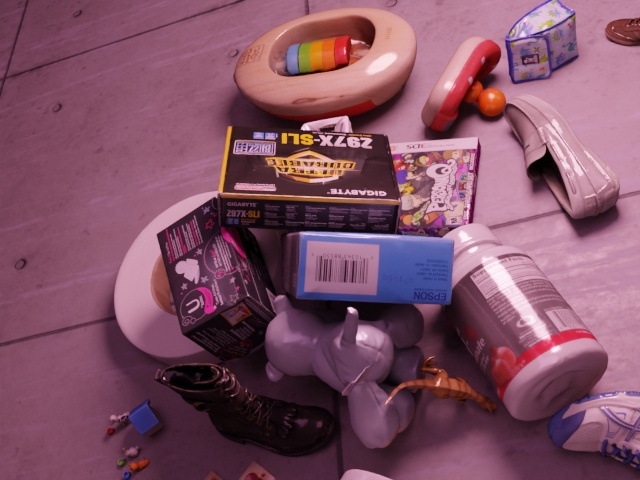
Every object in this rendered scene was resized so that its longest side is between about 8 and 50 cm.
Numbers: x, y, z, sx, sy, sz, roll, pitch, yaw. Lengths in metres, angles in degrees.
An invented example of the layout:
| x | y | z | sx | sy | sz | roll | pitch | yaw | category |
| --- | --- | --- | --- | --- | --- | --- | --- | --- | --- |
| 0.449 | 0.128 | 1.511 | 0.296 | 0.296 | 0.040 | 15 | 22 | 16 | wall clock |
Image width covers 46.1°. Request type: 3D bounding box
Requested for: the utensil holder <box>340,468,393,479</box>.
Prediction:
| x | y | z | sx | sy | sz | roll | pitch | yaw | category |
| --- | --- | --- | --- | --- | --- | --- | --- | --- | --- |
| 0.072 | 0.541 | 0.952 | 0.327 | 0.327 | 0.385 | 17 | 61 | 31 | utensil holder |

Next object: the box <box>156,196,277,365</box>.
| x | y | z | sx | sy | sz | roll | pitch | yaw | category |
| --- | --- | --- | --- | --- | --- | --- | --- | --- | --- |
| -0.182 | 0.077 | 1.379 | 0.142 | 0.163 | 0.247 | -30 | 51 | 9 | box |

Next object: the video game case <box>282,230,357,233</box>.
| x | y | z | sx | sy | sz | roll | pitch | yaw | category |
| --- | --- | --- | --- | --- | --- | --- | --- | --- | --- |
| 0.000 | 0.000 | 1.561 | 0.201 | 0.023 | 0.183 | -6 | 54 | 19 | video game case |

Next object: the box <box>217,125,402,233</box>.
| x | y | z | sx | sy | sz | roll | pitch | yaw | category |
| --- | --- | --- | --- | --- | --- | --- | --- | --- | --- |
| -0.022 | -0.118 | 1.410 | 0.322 | 0.079 | 0.257 | 3 | 34 | -3 | box |

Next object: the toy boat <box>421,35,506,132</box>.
| x | y | z | sx | sy | sz | roll | pitch | yaw | category |
| --- | --- | --- | --- | --- | --- | --- | --- | --- | --- |
| 0.327 | -0.319 | 1.605 | 0.151 | 0.151 | 0.231 | 31 | 69 | 4 | toy boat |

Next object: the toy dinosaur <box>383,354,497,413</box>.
| x | y | z | sx | sy | sz | roll | pitch | yaw | category |
| --- | --- | --- | --- | --- | --- | --- | --- | --- | --- |
| 0.191 | 0.235 | 1.228 | 0.112 | 0.211 | 0.064 | -138 | 61 | -72 | toy dinosaur |

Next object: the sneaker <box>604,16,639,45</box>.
| x | y | z | sx | sy | sz | roll | pitch | yaw | category |
| --- | --- | --- | --- | --- | --- | --- | --- | --- | --- |
| 0.691 | -0.450 | 1.571 | 0.188 | 0.071 | 0.066 | 18 | 65 | 31 | sneaker |

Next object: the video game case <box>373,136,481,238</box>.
| x | y | z | sx | sy | sz | roll | pitch | yaw | category |
| --- | --- | --- | --- | --- | --- | --- | --- | --- | --- |
| 0.213 | -0.107 | 1.538 | 0.210 | 0.042 | 0.232 | -1 | 56 | 23 | video game case |

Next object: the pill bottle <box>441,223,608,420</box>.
| x | y | z | sx | sy | sz | roll | pitch | yaw | category |
| --- | --- | --- | --- | --- | --- | --- | --- | --- | --- |
| 0.309 | 0.121 | 1.245 | 0.176 | 0.176 | 0.318 | -29 | 50 | 0 | pill bottle |

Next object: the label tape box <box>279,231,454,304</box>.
| x | y | z | sx | sy | sz | roll | pitch | yaw | category |
| --- | --- | --- | --- | --- | --- | --- | --- | --- | --- |
| 0.062 | 0.043 | 1.321 | 0.249 | 0.347 | 0.115 | 2 | 88 | -8 | label tape box |

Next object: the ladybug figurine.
| x | y | z | sx | sy | sz | roll | pitch | yaw | category |
| --- | --- | --- | --- | --- | --- | --- | --- | --- | --- |
| 0.012 | -0.394 | 1.752 | 0.449 | 0.162 | 0.305 | -1 | 56 | 21 | ladybug figurine |

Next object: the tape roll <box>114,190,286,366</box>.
| x | y | z | sx | sy | sz | roll | pitch | yaw | category |
| --- | --- | --- | --- | --- | --- | --- | --- | --- | --- |
| -0.246 | 0.075 | 1.560 | 0.392 | 0.072 | 0.392 | -12 | 55 | 18 | tape roll |

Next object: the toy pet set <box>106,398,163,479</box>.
| x | y | z | sx | sy | sz | roll | pitch | yaw | category |
| --- | --- | --- | --- | --- | --- | --- | --- | --- | --- |
| -0.356 | 0.362 | 1.417 | 0.114 | 0.065 | 0.122 | -35 | 51 | -4 | toy pet set |

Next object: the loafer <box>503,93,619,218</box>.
| x | y | z | sx | sy | sz | roll | pitch | yaw | category |
| --- | --- | --- | --- | --- | --- | --- | --- | --- | --- |
| 0.438 | -0.168 | 1.445 | 0.111 | 0.112 | 0.319 | -25 | 50 | -7 | loafer |

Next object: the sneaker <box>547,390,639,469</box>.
| x | y | z | sx | sy | sz | roll | pitch | yaw | category |
| --- | --- | --- | --- | --- | --- | --- | --- | --- | --- |
| 0.485 | 0.295 | 1.089 | 0.296 | 0.112 | 0.131 | -8 | 54 | 18 | sneaker |

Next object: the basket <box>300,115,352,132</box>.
| x | y | z | sx | sy | sz | roll | pitch | yaw | category |
| --- | --- | --- | --- | --- | --- | --- | --- | --- | --- |
| 0.019 | -0.168 | 1.624 | 0.113 | 0.103 | 0.167 | -8 | 54 | 17 | basket |

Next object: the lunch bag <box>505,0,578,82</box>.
| x | y | z | sx | sy | sz | roll | pitch | yaw | category |
| --- | --- | --- | --- | --- | --- | --- | --- | --- | --- |
| 0.467 | -0.419 | 1.605 | 0.151 | 0.129 | 0.096 | -29 | 50 | 0 | lunch bag |

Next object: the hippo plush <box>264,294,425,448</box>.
| x | y | z | sx | sy | sz | roll | pitch | yaw | category |
| --- | --- | --- | --- | --- | --- | --- | --- | --- | --- |
| 0.020 | 0.213 | 1.256 | 0.236 | 0.294 | 0.234 | 2 | 89 | 31 | hippo plush |

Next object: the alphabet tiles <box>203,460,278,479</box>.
| x | y | z | sx | sy | sz | roll | pitch | yaw | category |
| --- | --- | --- | --- | --- | --- | --- | --- | --- | --- |
| -0.158 | 0.548 | 1.236 | 0.285 | 0.011 | 0.342 | 27 | 69 | 35 | alphabet tiles |

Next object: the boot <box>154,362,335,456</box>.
| x | y | z | sx | sy | sz | roll | pitch | yaw | category |
| --- | --- | --- | --- | --- | --- | --- | --- | --- | --- |
| -0.126 | 0.280 | 1.275 | 0.263 | 0.229 | 0.091 | -2 | 55 | 21 | boot |
